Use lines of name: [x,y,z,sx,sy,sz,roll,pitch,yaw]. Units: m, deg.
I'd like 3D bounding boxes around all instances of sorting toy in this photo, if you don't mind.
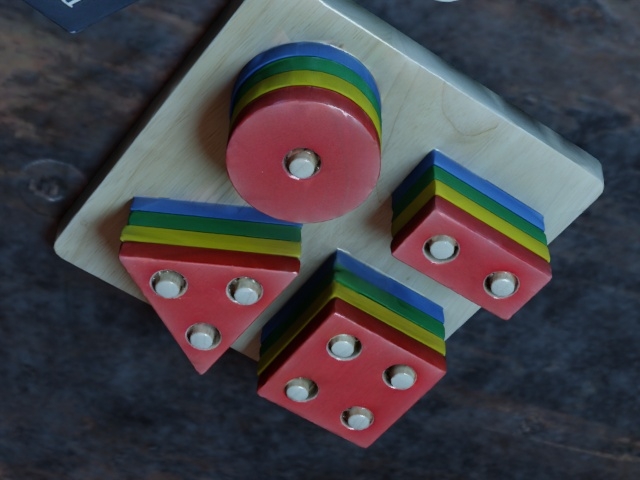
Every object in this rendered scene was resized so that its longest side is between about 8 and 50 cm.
sorting toy: [0.000,0.000,0.909,0.255,0.089,0.257,30,125,-20]

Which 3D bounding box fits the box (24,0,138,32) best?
box: [-0.088,-0.277,0.537,0.313,0.179,0.343,-20,148,28]
